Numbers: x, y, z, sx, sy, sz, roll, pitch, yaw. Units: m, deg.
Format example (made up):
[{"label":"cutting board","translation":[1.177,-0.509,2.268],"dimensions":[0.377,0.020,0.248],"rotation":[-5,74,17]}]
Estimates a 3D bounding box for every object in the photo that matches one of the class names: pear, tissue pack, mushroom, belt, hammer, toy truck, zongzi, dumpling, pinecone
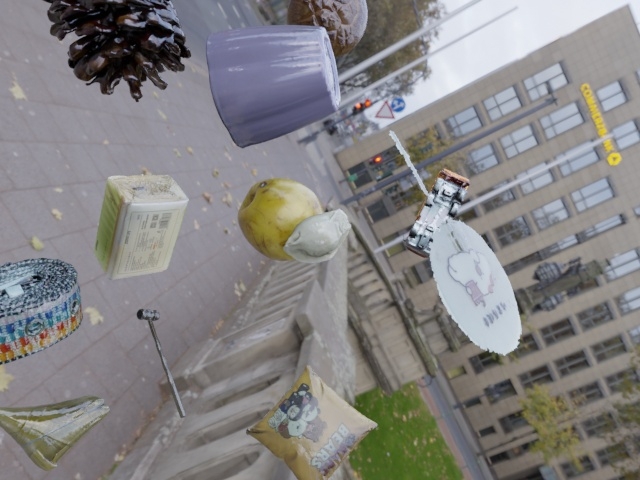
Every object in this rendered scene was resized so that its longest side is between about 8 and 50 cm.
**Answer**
[{"label":"pear","translation":[-0.123,-0.069,1.505],"dimensions":[0.280,0.281,0.280],"rotation":[61,10,-18]},{"label":"tissue pack","translation":[-0.436,-0.035,1.148],"dimensions":[0.159,0.234,0.125],"rotation":[-11,47,-46]},{"label":"mushroom","translation":[0.023,-0.667,1.401],"dimensions":[0.253,0.253,0.153],"rotation":[61,-9,-19]},{"label":"belt","translation":[-0.680,0.167,1.051],"dimensions":[0.295,0.207,0.160],"rotation":[-38,143,-53]},{"label":"hammer","translation":[-0.379,0.293,1.152],"dimensions":[0.058,0.029,0.292],"rotation":[23,33,-59]},{"label":"toy truck","translation":[0.350,-0.082,1.430],"dimensions":[0.114,0.270,0.135],"rotation":[27,-4,9]},{"label":"zongzi","translation":[-0.772,0.484,1.354],"dimensions":[0.256,0.228,0.115],"rotation":[52,-31,-11]},{"label":"dumpling","translation":[-0.003,0.000,1.342],"dimensions":[0.155,0.181,0.111],"rotation":[55,24,-35]},{"label":"pinecone","translation":[-0.412,-0.433,0.960],"dimensions":[0.298,0.242,0.295],"rotation":[-7,-75,63]}]

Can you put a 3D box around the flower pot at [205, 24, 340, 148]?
[{"label":"flower pot","translation":[-0.088,-0.351,1.055],"dimensions":[0.265,0.244,0.264],"rotation":[-6,90,-79]}]

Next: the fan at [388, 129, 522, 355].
[{"label":"fan","translation":[0.172,-0.006,0.617],"dimensions":[0.191,0.009,0.328],"rotation":[-18,78,-48]}]

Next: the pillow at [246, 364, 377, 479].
[{"label":"pillow","translation":[-0.029,0.615,1.552],"dimensions":[0.312,0.310,0.119],"rotation":[40,-25,16]}]
